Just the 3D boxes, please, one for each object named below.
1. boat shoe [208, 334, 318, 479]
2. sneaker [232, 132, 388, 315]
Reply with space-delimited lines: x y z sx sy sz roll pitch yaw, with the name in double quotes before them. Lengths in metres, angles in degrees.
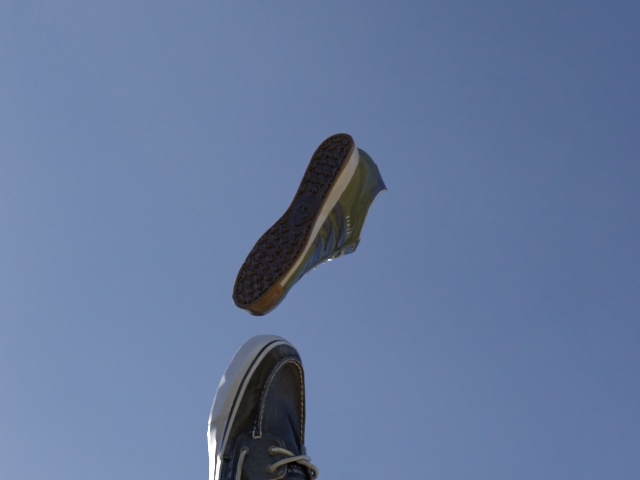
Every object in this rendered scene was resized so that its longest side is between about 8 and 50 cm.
"boat shoe" -0.056 0.268 1.341 0.121 0.119 0.335 25 -113 -42
"sneaker" 0.000 0.000 1.147 0.086 0.064 0.192 38 -101 -41
